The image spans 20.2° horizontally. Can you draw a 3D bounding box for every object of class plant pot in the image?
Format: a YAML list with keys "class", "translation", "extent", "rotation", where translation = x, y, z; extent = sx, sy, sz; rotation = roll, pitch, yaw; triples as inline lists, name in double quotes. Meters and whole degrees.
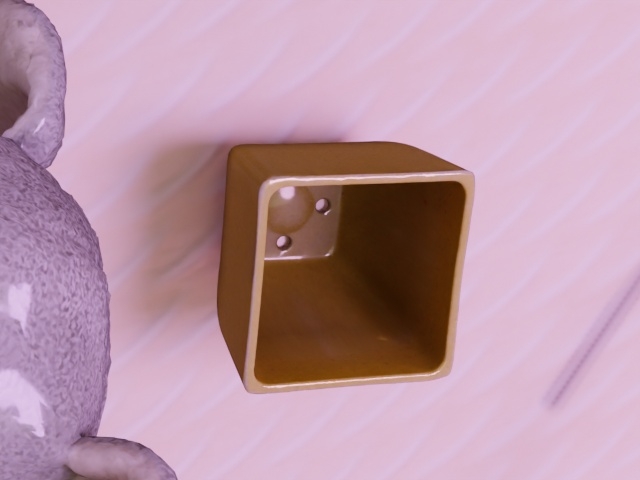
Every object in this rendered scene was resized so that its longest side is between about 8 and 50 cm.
- class: "plant pot"
  translation: [0.000, 0.000, 0.666]
  extent: [0.081, 0.083, 0.081]
  rotation: [-3, 113, -21]

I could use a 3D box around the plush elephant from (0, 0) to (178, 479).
- class: "plush elephant"
  translation: [-0.174, 0.045, 0.519]
  extent: [0.255, 0.272, 0.330]
  rotation: [-34, 151, 9]
